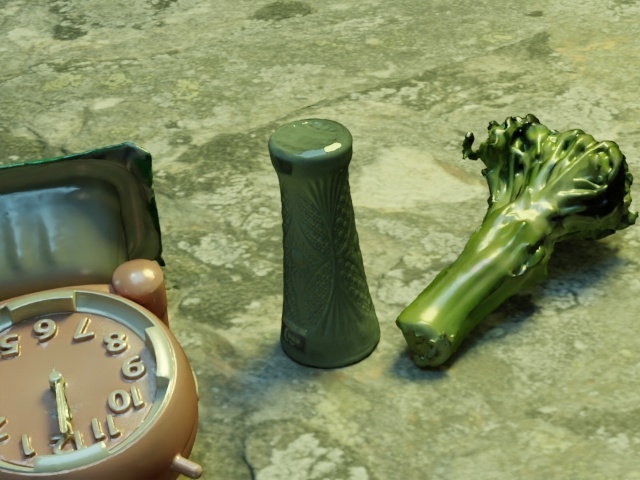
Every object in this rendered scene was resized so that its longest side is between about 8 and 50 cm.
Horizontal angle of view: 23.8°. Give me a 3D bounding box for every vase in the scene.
[{"bbox_3d":[0.000,0.000,1.384,0.096,0.219,0.096,-4,31,3],"label":"vase"}]

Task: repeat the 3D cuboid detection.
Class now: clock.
[{"bbox_3d":[-0.211,0.155,1.265,0.227,0.142,0.241,-12,42,-10],"label":"clock"}]

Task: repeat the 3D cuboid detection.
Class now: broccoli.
[{"bbox_3d":[0.174,0.007,1.457,0.165,0.145,0.304,27,54,26],"label":"broccoli"}]

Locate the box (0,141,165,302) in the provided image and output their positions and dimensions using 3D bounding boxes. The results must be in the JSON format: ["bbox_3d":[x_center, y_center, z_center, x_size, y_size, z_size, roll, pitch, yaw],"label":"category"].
[{"bbox_3d":[-0.308,0.038,1.398,0.336,0.264,0.106,-11,63,-7],"label":"box"}]
